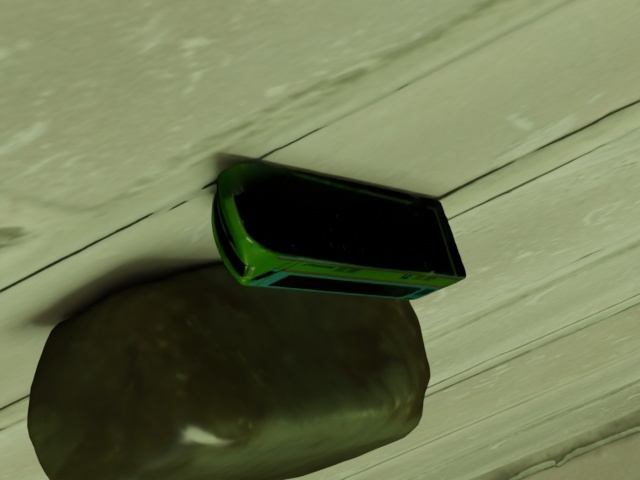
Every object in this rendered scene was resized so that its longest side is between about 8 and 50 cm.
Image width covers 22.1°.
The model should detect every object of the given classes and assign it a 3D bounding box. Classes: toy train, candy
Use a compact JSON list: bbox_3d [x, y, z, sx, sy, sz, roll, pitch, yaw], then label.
[{"bbox_3d":[0.000,0.000,0.748,0.042,0.044,0.209,-26,163,26],"label":"toy train"},{"bbox_3d":[-0.037,0.071,0.840,0.104,0.102,0.234,-31,161,32],"label":"candy"}]
